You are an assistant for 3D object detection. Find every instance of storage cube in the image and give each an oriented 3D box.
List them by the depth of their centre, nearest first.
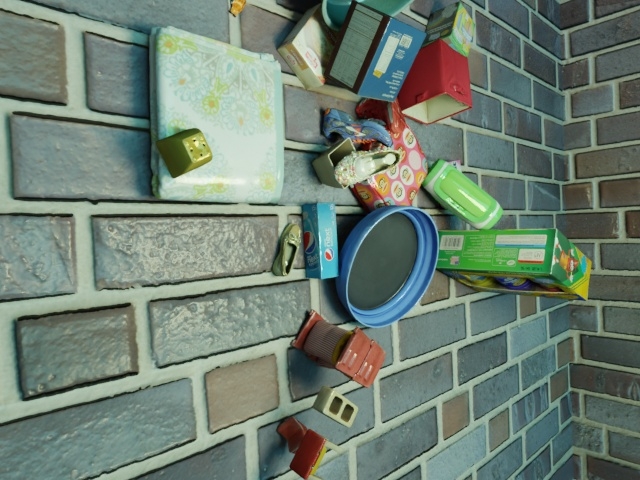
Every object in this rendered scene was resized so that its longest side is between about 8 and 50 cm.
[{"bbox_3d":[0.389,-0.540,1.560,0.183,0.215,0.193,5,79,-43],"label":"storage cube"}]

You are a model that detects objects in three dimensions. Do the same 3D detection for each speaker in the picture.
[{"bbox_3d":[0.512,-0.164,1.640,0.296,0.131,0.131,39,59,-1],"label":"speaker"}]

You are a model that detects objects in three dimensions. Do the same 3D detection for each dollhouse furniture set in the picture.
[{"bbox_3d":[-0.011,0.394,1.175,0.152,0.201,0.374,44,67,-34],"label":"dollhouse furniture set"}]

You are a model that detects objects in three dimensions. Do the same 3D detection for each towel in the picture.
[{"bbox_3d":[-0.233,-0.276,1.046,0.320,0.090,0.375,-2,91,-40],"label":"towel"}]

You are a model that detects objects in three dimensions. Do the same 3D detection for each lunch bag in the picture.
[{"bbox_3d":[0.214,-0.237,1.444,0.258,0.120,0.293,50,58,-30],"label":"lunch bag"}]

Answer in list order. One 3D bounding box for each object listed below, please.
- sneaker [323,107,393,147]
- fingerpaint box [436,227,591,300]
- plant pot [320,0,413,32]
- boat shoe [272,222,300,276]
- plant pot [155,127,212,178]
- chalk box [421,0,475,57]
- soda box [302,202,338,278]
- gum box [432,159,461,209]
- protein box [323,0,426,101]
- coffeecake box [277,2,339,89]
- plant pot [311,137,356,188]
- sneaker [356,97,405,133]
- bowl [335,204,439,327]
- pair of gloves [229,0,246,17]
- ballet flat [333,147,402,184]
[{"bbox_3d":[0.106,-0.310,1.316,0.083,0.221,0.087,11,100,-78],"label":"sneaker"},{"bbox_3d":[0.706,0.093,1.683,0.371,0.444,0.163,25,74,-41],"label":"fingerpaint box"},{"bbox_3d":[0.087,-0.798,1.171,0.341,0.341,0.334,-18,78,-42],"label":"plant pot"},{"bbox_3d":[-0.082,0.025,1.206,0.056,0.048,0.153,36,65,-37],"label":"boat shoe"},{"bbox_3d":[-0.264,-0.181,0.904,0.081,0.083,0.082,-36,111,-36],"label":"plant pot"},{"bbox_3d":[0.478,-0.753,1.698,0.132,0.132,0.213,30,70,-39],"label":"chalk box"},{"bbox_3d":[0.000,0.000,1.272,0.071,0.067,0.210,-5,93,-43],"label":"soda box"},{"bbox_3d":[0.503,-0.223,1.756,0.107,0.062,0.189,-19,102,-42],"label":"gum box"},{"bbox_3d":[0.149,-0.510,1.234,0.199,0.136,0.201,-14,137,-50],"label":"protein box"},{"bbox_3d":[-0.016,-0.545,1.267,0.142,0.068,0.186,46,60,-34],"label":"coffeecake box"},{"bbox_3d":[0.041,-0.216,1.295,0.109,0.096,0.109,-46,119,-35],"label":"plant pot"},{"bbox_3d":[0.184,-0.385,1.397,0.087,0.128,0.221,42,34,-37],"label":"sneaker"},{"bbox_3d":[0.207,0.076,1.387,0.391,0.077,0.392,-16,117,-33],"label":"bowl"},{"bbox_3d":[-0.222,-0.605,1.112,0.083,0.010,0.074,38,64,-35],"label":"pair of gloves"},{"bbox_3d":[0.140,-0.218,1.263,0.241,0.077,0.091,-27,107,-37],"label":"ballet flat"}]
